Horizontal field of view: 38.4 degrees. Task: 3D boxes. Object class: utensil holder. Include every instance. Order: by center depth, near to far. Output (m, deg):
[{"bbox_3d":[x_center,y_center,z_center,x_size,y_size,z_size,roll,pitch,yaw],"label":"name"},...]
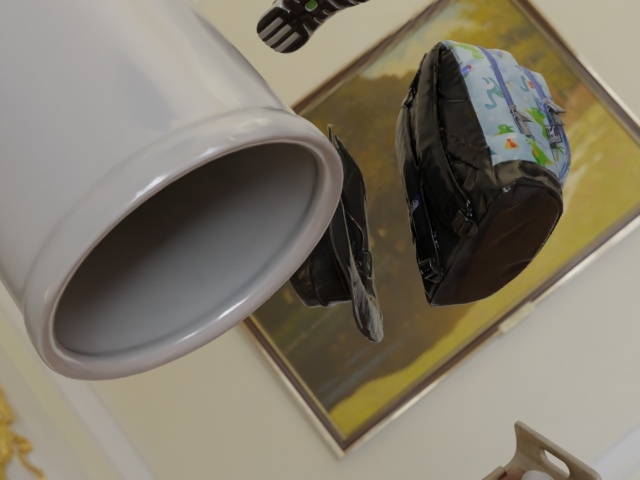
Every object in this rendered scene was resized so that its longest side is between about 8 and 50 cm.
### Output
[{"bbox_3d":[-0.221,-0.108,0.918,0.327,0.385,0.328,-33,-24,-17],"label":"utensil holder"}]

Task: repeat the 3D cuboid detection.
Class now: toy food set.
[{"bbox_3d":[0.208,0.378,1.245,0.306,0.092,0.219,-33,17,-10],"label":"toy food set"}]

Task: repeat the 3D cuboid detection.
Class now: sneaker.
[{"bbox_3d":[0.016,-0.421,1.427,0.281,0.106,0.163,-27,33,34],"label":"sneaker"}]

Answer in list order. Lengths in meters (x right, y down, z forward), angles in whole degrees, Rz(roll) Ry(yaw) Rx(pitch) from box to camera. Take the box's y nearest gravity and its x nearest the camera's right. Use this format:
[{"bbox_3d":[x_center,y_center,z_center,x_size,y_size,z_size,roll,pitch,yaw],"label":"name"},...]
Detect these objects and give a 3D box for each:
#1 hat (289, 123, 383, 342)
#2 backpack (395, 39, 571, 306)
[{"bbox_3d":[0.000,0.000,1.384,0.133,0.332,0.331,-12,-6,13],"label":"hat"},{"bbox_3d":[0.230,-0.128,1.365,0.273,0.356,0.290,-8,-35,-23],"label":"backpack"}]
